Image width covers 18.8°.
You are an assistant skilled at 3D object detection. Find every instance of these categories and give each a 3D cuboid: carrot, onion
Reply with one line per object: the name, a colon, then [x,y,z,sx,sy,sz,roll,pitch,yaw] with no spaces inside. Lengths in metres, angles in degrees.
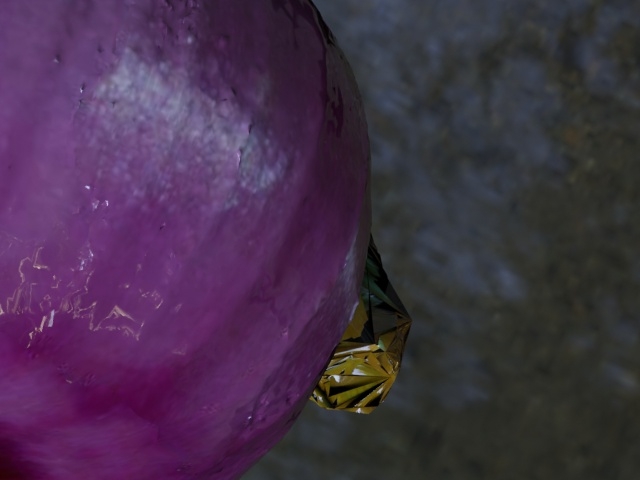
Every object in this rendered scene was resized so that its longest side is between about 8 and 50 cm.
carrot: [-0.001,0.001,1.003,0.069,0.228,0.069,-5,126,-7]
onion: [-0.149,0.002,0.741,0.358,0.345,0.358,-12,147,-8]
